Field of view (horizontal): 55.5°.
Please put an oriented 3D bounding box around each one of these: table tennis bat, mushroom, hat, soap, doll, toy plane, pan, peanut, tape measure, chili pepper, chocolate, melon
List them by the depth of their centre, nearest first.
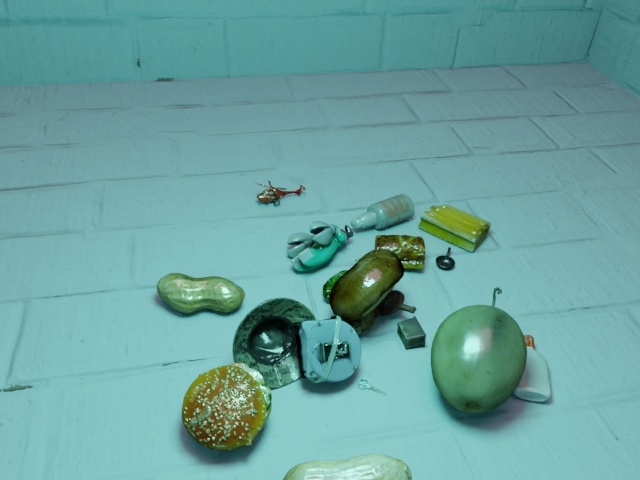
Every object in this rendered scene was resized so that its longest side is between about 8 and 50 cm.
[{"bbox_3d":[0.062,0.560,1.386,0.309,0.134,0.134,-3,38,-9],"label":"chocolate"},{"bbox_3d":[0.423,0.312,1.640,0.271,0.272,0.308,29,39,29],"label":"melon"},{"bbox_3d":[0.022,0.300,1.675,0.180,0.107,0.182,-8,83,-27],"label":"tape measure"},{"bbox_3d":[-0.142,0.277,1.718,0.265,0.266,0.128,-17,11,-25],"label":"hat"},{"bbox_3d":[0.132,0.145,1.833,0.163,0.278,0.297,32,3,8],"label":"mushroom"},{"bbox_3d":[-0.371,0.166,1.876,0.274,0.111,0.125,3,42,0],"label":"peanut"},{"bbox_3d":[0.256,0.237,1.921,0.107,0.119,0.169,-46,30,-21],"label":"table tennis bat"},{"bbox_3d":[0.068,0.142,1.994,0.182,0.050,0.073,-27,40,-37],"label":"chili pepper"},{"bbox_3d":[-0.014,0.011,2.102,0.153,0.195,0.258,55,23,7],"label":"doll"},{"bbox_3d":[0.444,0.066,2.141,0.068,0.024,0.115,15,42,16],"label":"pan"},{"bbox_3d":[0.498,-0.056,2.264,0.232,0.073,0.140,27,42,28],"label":"soap"},{"bbox_3d":[-0.162,-0.188,2.386,0.126,0.077,0.194,35,40,29],"label":"toy plane"}]

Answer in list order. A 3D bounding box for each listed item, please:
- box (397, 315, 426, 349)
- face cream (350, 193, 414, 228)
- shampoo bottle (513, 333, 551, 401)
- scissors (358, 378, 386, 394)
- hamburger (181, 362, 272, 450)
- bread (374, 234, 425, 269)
[{"bbox_3d":[0.272,0.280,1.826,0.063,0.060,0.085,-12,42,-12],"label":"box"},{"bbox_3d":[0.226,-0.095,2.270,0.251,0.101,0.101,-20,44,-27],"label":"face cream"},{"bbox_3d":[0.601,0.362,1.750,0.107,0.051,0.221,8,38,9],"label":"shampoo bottle"},{"bbox_3d":[0.144,0.410,1.687,0.083,0.006,0.036,21,43,20],"label":"scissors"},{"bbox_3d":[-0.236,0.418,1.528,0.236,0.147,0.237,5,44,-4],"label":"hamburger"},{"bbox_3d":[0.273,0.037,2.102,0.172,0.103,0.132,2,31,4],"label":"bread"}]
